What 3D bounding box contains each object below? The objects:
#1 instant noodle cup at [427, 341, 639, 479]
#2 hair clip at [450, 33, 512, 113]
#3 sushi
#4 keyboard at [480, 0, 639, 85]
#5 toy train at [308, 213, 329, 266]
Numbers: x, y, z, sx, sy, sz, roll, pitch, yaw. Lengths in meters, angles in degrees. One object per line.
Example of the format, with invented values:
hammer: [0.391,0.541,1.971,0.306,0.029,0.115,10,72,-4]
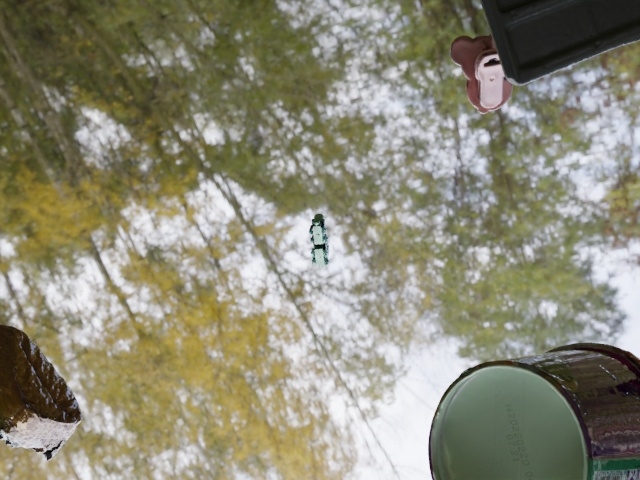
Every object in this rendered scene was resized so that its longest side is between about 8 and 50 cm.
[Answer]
instant noodle cup: [0.250,0.230,0.974,0.251,0.251,0.190,4,175,44]
hair clip: [0.327,-0.336,1.781,0.123,0.138,0.102,-13,-139,0]
sushi: [-0.530,0.270,1.547,0.140,0.287,0.149,-21,-156,33]
keyboard: [0.282,-0.217,0.642,0.381,0.103,0.041,-21,-170,-9]
toy train: [0.000,0.000,1.370,0.029,0.092,0.045,2,-140,9]
